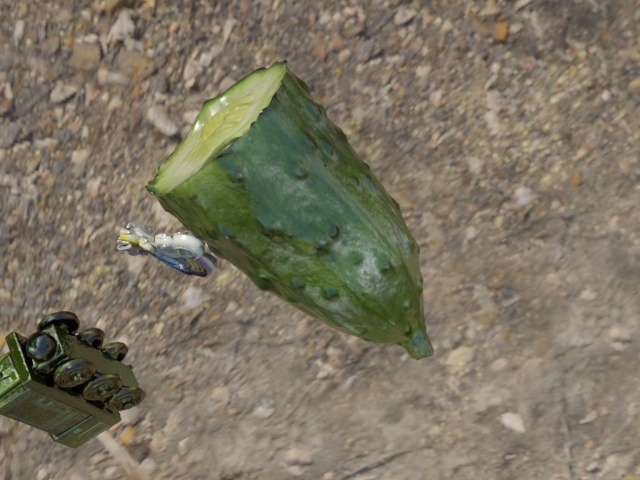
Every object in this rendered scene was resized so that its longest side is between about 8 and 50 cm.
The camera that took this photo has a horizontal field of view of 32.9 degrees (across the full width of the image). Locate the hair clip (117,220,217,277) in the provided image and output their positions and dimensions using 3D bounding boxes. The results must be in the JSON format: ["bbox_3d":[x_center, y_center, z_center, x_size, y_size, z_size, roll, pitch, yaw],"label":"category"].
[{"bbox_3d":[-0.195,0.009,1.420,0.116,0.172,0.049,30,77,-51],"label":"hair clip"}]

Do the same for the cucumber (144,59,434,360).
[{"bbox_3d":[0.002,-0.002,0.779,0.244,0.134,0.134,48,65,-18],"label":"cucumber"}]

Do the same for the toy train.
[{"bbox_3d":[-0.303,0.168,1.281,0.137,0.225,0.090,-32,60,6],"label":"toy train"}]
